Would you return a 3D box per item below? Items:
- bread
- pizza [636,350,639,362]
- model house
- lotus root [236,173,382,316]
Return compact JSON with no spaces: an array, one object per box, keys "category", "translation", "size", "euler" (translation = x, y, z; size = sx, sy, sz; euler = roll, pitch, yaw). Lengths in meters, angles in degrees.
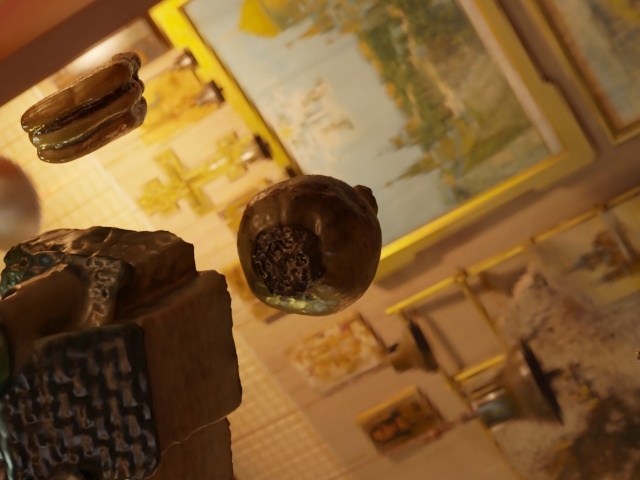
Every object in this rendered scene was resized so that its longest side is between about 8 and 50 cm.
[{"category":"bread","translation":[-0.222,-0.129,1.229],"size":[0.200,0.116,0.077],"euler":[-108,-5,-78]},{"category":"pizza","translation":[0.498,0.141,1.302],"size":[0.251,0.287,0.074],"euler":[54,-140,-39]},{"category":"model house","translation":[-0.230,0.164,1.062],"size":[0.284,0.243,0.298],"euler":[-34,-58,-56]},{"category":"lotus root","translation":[0.000,0.000,1.223],"size":[0.138,0.138,0.214],"euler":[62,-149,0]}]
